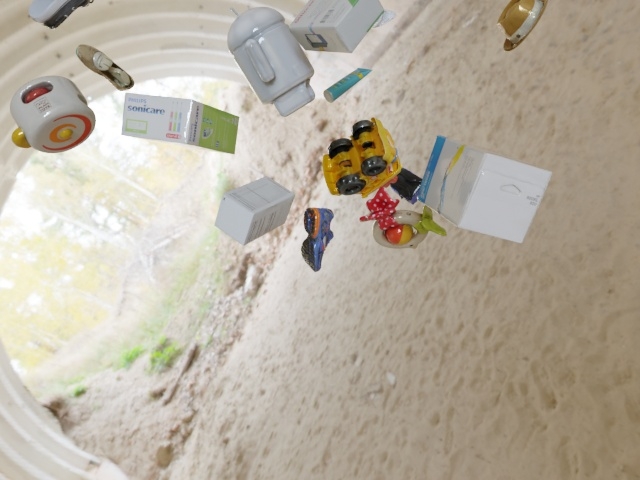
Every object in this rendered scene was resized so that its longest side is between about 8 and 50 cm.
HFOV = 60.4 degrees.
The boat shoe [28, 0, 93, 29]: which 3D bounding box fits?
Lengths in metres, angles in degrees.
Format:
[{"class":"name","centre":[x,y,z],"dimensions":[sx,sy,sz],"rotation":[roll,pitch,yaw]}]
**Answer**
[{"class":"boat shoe","centre":[-0.590,-0.590,1.324],"dimensions":[0.228,0.080,0.076],"rotation":[-38,-22,6]}]

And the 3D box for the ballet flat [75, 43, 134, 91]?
[{"class":"ballet flat","centre":[-0.641,-0.524,1.666],"dimensions":[0.206,0.067,0.073],"rotation":[33,-112,-61]}]

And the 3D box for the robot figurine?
[{"class":"robot figurine","centre":[-0.154,-0.565,1.708],"dimensions":[0.200,0.353,0.300],"rotation":[-28,14,16]}]

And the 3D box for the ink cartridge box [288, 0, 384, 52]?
[{"class":"ink cartridge box","centre":[0.038,-0.588,1.462],"dimensions":[0.212,0.093,0.154],"rotation":[25,75,46]}]

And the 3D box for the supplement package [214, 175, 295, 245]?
[{"class":"supplement package","centre":[-0.222,-0.106,1.872],"dimensions":[0.244,0.139,0.134],"rotation":[-32,-29,-52]}]

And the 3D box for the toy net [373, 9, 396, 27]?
[{"class":"toy net","centre":[0.133,-0.718,1.816],"dimensions":[0.232,0.045,0.122],"rotation":[-5,52,29]}]

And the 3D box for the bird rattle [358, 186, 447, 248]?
[{"class":"bird rattle","centre":[0.228,-0.038,1.573],"dimensions":[0.207,0.253,0.143],"rotation":[107,157,-52]}]

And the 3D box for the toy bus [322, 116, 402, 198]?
[{"class":"toy bus","centre":[0.147,-0.211,1.519],"dimensions":[0.220,0.211,0.149],"rotation":[-35,56,41]}]

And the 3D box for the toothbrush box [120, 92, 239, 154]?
[{"class":"toothbrush box","centre":[-0.386,-0.325,1.554],"dimensions":[0.283,0.206,0.122],"rotation":[-7,-73,-73]}]

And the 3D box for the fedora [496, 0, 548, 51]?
[{"class":"fedora","centre":[0.568,-0.643,1.584],"dimensions":[0.194,0.079,0.194],"rotation":[-60,8,14]}]

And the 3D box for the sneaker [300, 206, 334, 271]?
[{"class":"sneaker","centre":[0.000,0.000,1.625],"dimensions":[0.083,0.087,0.221],"rotation":[47,140,44]}]

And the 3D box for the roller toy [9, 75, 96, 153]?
[{"class":"roller toy","centre":[-0.729,-0.338,1.508],"dimensions":[0.191,0.146,0.209],"rotation":[-45,-16,34]}]

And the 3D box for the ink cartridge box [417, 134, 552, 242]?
[{"class":"ink cartridge box","centre":[0.358,-0.122,1.244],"dimensions":[0.233,0.171,0.168],"rotation":[-123,48,-67]}]

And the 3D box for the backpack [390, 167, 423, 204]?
[{"class":"backpack","centre":[0.309,-0.194,1.976],"dimensions":[0.098,0.120,0.101],"rotation":[-51,-23,-3]}]

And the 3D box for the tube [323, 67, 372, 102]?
[{"class":"tube","centre":[0.099,-0.583,2.034],"dimensions":[0.207,0.080,0.052],"rotation":[-41,-43,-24]}]
